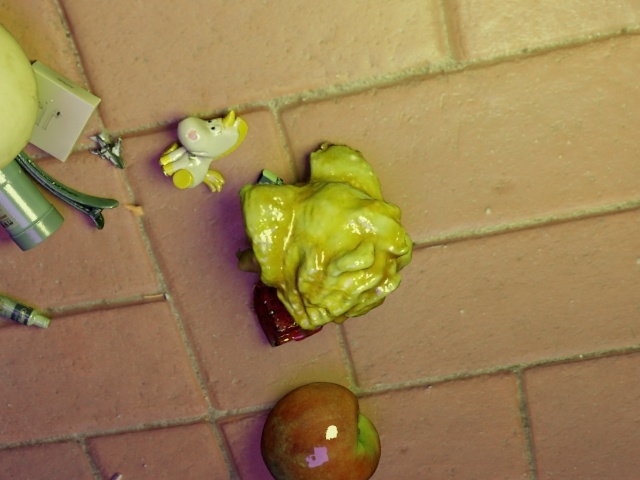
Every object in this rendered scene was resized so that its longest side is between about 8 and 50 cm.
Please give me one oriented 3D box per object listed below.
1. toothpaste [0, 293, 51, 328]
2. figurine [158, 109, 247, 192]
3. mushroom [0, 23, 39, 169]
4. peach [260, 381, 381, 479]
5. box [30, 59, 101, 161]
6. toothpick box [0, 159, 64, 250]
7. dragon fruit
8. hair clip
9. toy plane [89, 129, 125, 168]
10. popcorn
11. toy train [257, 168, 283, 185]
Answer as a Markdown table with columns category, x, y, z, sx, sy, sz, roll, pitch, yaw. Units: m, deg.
| category | x | y | z | sx | sy | sz | roll | pitch | yaw |
| --- | --- | --- | --- | --- | --- | --- | --- | --- | --- |
| toothpaste | -0.664 | 0.134 | 1.773 | 0.216 | 0.037 | 0.062 | 24 | 119 | -4 |
| figurine | -0.211 | -0.171 | 1.553 | 0.129 | 0.109 | 0.178 | 13 | 123 | -34 |
| mushroom | -0.636 | -0.228 | 1.438 | 0.314 | 0.314 | 0.336 | 36 | 154 | -16 |
| peach | -0.004 | 0.424 | 1.787 | 0.252 | 0.252 | 0.252 | 1 | 119 | 3 |
| box | -0.487 | -0.233 | 1.546 | 0.130 | 0.051 | 0.129 | 31 | 117 | -14 |
| toothpick box | -0.573 | -0.068 | 1.616 | 0.101 | 0.101 | 0.153 | -28 | 113 | 17 |
| dragon fruit | -0.051 | 0.132 | 1.718 | 0.161 | 0.120 | 0.127 | -16 | 77 | -16 |
| hair clip | -0.499 | -0.106 | 1.626 | 0.229 | 0.039 | 0.070 | 33 | 117 | -13 |
| toy plane | -0.392 | -0.165 | 1.591 | 0.078 | 0.031 | 0.083 | -17 | 116 | 30 |
| popcorn | -0.006 | 0.010 | 1.517 | 0.321 | 0.290 | 0.325 | -43 | 133 | 12 |
| toy train | -0.104 | -0.089 | 1.615 | 0.053 | 0.033 | 0.083 | 31 | 117 | -8 |
